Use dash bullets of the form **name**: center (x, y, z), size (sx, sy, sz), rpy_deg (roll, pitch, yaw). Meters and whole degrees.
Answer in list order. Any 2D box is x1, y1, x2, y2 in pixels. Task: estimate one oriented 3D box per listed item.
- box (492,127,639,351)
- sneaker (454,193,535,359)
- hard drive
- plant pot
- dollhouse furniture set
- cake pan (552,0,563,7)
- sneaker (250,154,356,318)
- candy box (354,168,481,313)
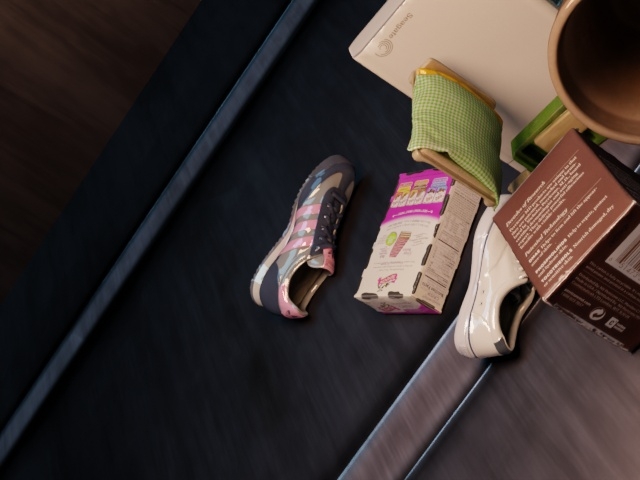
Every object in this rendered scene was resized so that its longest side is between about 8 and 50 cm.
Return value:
- **box**: center (0.359, -0.001, 1.595), size (0.167, 0.168, 0.203), rpy_deg (-51, 29, 18)
- **sneaker**: center (0.270, 0.053, 1.796), size (0.091, 0.094, 0.258), rpy_deg (-1, 66, 38)
- **hard drive**: center (0.250, -0.271, 1.832), size (0.233, 0.353, 0.047), rpy_deg (-48, 30, 21)
- **plant pot**: center (0.446, -0.293, 1.687), size (0.263, 0.263, 0.229), rpy_deg (-40, 16, 32)
- **dollhouse furniture set**: center (0.278, -0.152, 1.727), size (0.151, 0.301, 0.198), rpy_deg (-43, 30, 34)
- **cake pan**: center (0.323, -0.434, 2.190), size (0.293, 0.054, 0.293), rpy_deg (-40, 34, 34)
- **sneaker**: center (0.000, 0.000, 2.278), size (0.131, 0.112, 0.319), rpy_deg (26, 89, 45)
- **candy box**: center (0.161, 0.001, 2.020), size (0.159, 0.071, 0.233), rpy_deg (-4, 60, 57)
